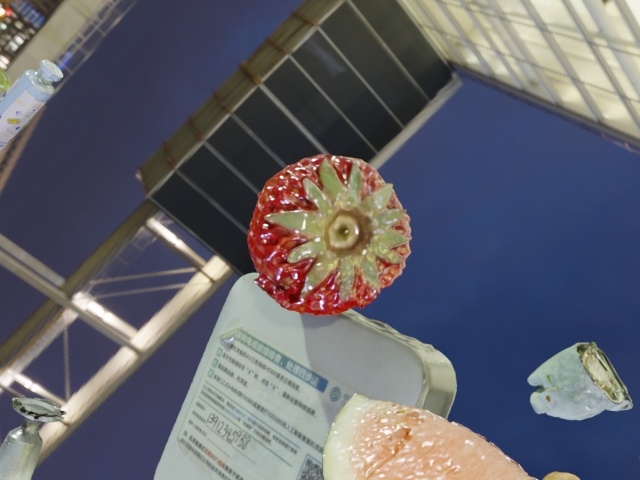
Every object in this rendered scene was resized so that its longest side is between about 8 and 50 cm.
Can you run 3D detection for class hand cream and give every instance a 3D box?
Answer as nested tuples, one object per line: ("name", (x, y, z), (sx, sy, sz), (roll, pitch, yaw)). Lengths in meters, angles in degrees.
("hand cream", (-0.401, -0.165, 0.950), (0.170, 0.065, 0.043), (-42, -112, 13))

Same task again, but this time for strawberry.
("strawberry", (0.000, 0.000, 0.927), (0.205, 0.205, 0.244), (-55, -171, -14))

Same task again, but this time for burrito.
("burrito", (0.251, 0.151, 0.738), (0.074, 0.044, 0.118), (63, -32, 17))

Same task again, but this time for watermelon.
("watermelon", (0.075, 0.174, 0.475), (0.119, 0.063, 0.245), (-42, -152, -21))

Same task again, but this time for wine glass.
("wine glass", (-0.378, 0.278, 0.911), (0.072, 0.072, 0.155), (20, -93, 58))

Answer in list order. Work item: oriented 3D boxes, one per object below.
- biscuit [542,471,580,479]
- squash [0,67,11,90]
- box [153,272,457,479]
("biscuit", (0.264, 0.450, 0.903), (0.052, 0.275, 0.355), (-22, -171, 47))
("squash", (-0.472, -0.246, 1.037), (0.027, 0.083, 0.027), (-40, -161, 17))
("box", (-0.040, 0.274, 1.023), (0.396, 0.111, 0.397), (22, -91, 42))
